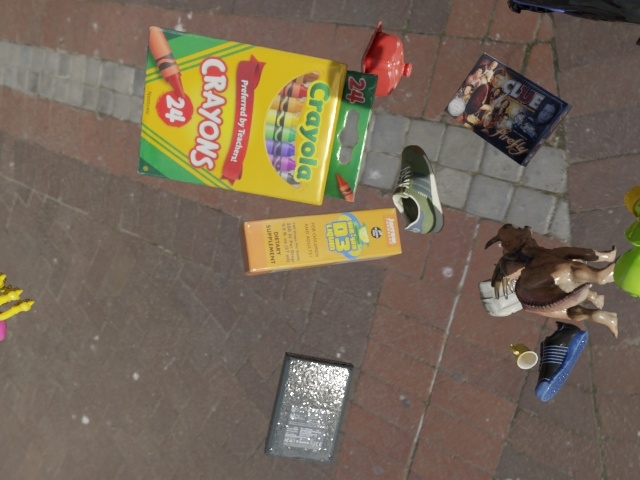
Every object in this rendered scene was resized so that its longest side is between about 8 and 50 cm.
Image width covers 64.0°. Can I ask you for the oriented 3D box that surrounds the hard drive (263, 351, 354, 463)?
[{"bbox_3d":[-0.015,0.222,0.680,0.094,0.022,0.135,12,92,-10],"label":"hard drive"}]

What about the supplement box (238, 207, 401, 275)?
[{"bbox_3d":[0.000,0.000,0.771,0.080,0.234,0.077,154,109,-72],"label":"supplement box"}]

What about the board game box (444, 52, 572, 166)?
[{"bbox_3d":[0.436,-0.312,1.213,0.243,0.042,0.165,45,116,27],"label":"board game box"}]

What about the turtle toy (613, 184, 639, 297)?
[{"bbox_3d":[0.281,-0.007,0.388,0.066,0.095,0.130,40,117,-17],"label":"turtle toy"}]

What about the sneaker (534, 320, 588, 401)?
[{"bbox_3d":[0.635,0.326,1.399,0.091,0.081,0.232,26,70,44],"label":"sneaker"}]

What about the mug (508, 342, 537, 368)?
[{"bbox_3d":[0.617,0.342,1.565,0.062,0.064,0.078,-25,113,6],"label":"mug"}]

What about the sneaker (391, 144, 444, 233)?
[{"bbox_3d":[0.181,-0.103,1.025,0.064,0.086,0.192,-37,64,60],"label":"sneaker"}]

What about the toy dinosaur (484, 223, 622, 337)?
[{"bbox_3d":[0.360,0.065,0.825,0.201,0.296,0.127,5,105,21],"label":"toy dinosaur"}]

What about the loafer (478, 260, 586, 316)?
[{"bbox_3d":[0.560,0.091,1.349,0.111,0.320,0.112,66,164,-2],"label":"loafer"}]

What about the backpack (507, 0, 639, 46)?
[{"bbox_3d":[0.411,-0.371,0.628,0.276,0.264,0.213,48,148,41],"label":"backpack"}]

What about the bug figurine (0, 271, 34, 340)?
[{"bbox_3d":[-0.399,0.014,0.511,0.279,0.072,0.216,1,134,52],"label":"bug figurine"}]

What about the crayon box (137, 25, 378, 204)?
[{"bbox_3d":[-0.086,-0.171,0.735,0.319,0.081,0.202,9,105,-3],"label":"crayon box"}]

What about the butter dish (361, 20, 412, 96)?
[{"bbox_3d":[0.174,-0.443,1.305,0.118,0.160,0.159,15,62,13],"label":"butter dish"}]
